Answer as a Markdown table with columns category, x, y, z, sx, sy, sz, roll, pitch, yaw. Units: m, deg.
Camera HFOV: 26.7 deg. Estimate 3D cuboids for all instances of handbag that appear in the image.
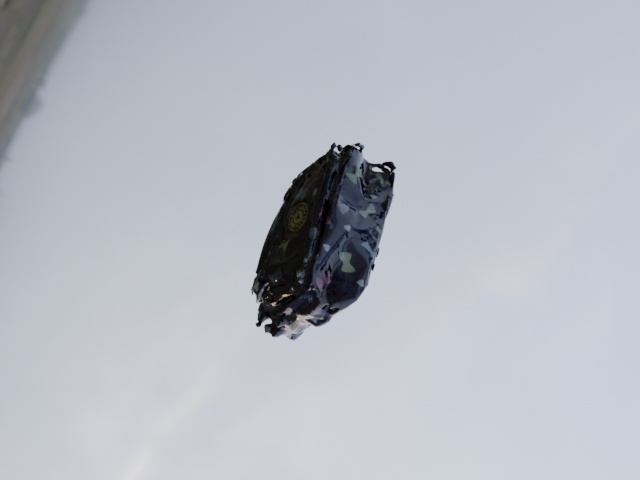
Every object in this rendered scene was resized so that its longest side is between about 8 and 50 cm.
| category | x | y | z | sx | sy | sz | roll | pitch | yaw |
| --- | --- | --- | --- | --- | --- | --- | --- | --- | --- |
| handbag | 0.000 | 0.000 | 1.668 | 0.162 | 0.113 | 0.260 | -37 | -150 | 53 |
